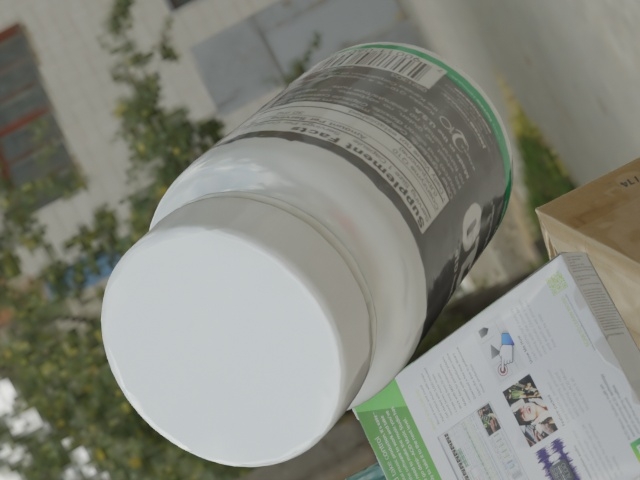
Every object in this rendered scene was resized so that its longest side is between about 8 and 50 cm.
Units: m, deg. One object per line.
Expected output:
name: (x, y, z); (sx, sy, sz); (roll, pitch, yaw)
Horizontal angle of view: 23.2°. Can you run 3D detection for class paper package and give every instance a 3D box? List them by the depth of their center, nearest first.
paper package: (0.525, 0.005, 2.216); (0.309, 0.325, 0.168); (35, 146, 53)

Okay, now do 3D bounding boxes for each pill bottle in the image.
pill bottle: (0.000, 0.000, 1.127); (0.204, 0.204, 0.361); (62, -150, -11)

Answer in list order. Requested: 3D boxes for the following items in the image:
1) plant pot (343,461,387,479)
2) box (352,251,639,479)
plant pot: (0.105, 0.401, 1.927); (0.235, 0.293, 0.293); (62, -178, -2)
box: (0.195, 0.192, 1.591); (0.058, 0.322, 0.232); (2, -123, -50)
